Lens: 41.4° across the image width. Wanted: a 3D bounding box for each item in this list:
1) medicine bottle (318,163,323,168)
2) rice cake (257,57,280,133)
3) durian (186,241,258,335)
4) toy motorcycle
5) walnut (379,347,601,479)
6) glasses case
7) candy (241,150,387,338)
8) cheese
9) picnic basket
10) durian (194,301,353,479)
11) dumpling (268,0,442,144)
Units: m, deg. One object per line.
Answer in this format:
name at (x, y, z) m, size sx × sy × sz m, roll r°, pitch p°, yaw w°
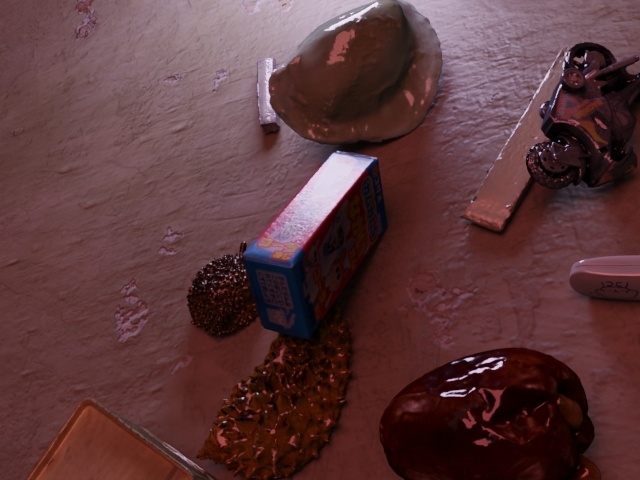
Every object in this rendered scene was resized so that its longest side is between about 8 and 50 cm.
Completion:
medicine bottle at (-0.018, -0.049, 1.556) m, size 0.090 × 0.054 × 0.208 m, roll -8°, pitch 49°, yaw 42°
rice cake at (-0.111, -0.312, 1.788) m, size 0.047 × 0.036 × 0.207 m, roll -10°, pitch 55°, yaw 5°
durian at (-0.176, 0.078, 1.534) m, size 0.148 × 0.091 × 0.188 m, roll 8°, pitch 62°, yaw 29°
toy motorcycle at (0.449, -0.195, 1.392) m, size 0.173 × 0.108 × 0.307 m, roll 25°, pitch 66°, yaw 5°
walnut at (0.233, 0.274, 1.159) m, size 0.269 × 0.244 × 0.222 m, roll -13°, pitch 16°, yaw 26°
glasses case at (0.470, 0.056, 1.249) m, size 0.197 × 0.076 × 0.049 m, roll -1°, pitch 58°, yaw 25°
candy at (0.001, 0.000, 1.397) m, size 0.100 × 0.157 × 0.306 m, roll 10°, pitch 42°, yaw 28°
cheese at (0.376, -0.186, 1.476) m, size 0.085 × 0.034 × 0.400 m, roll 24°, pitch 72°, yaw 35°
picnic basket at (-0.293, 0.425, 1.320) m, size 0.313 × 0.175 × 0.228 m, roll 22°, pitch 72°, yaw 38°
durian at (-0.054, 0.236, 1.362) m, size 0.191 × 0.112 × 0.341 m, roll 22°, pitch 69°, yaw 37°
dumpling at (0.063, -0.333, 1.610) m, size 0.320 × 0.212 × 0.270 m, roll -35°, pitch 54°, yaw 15°
